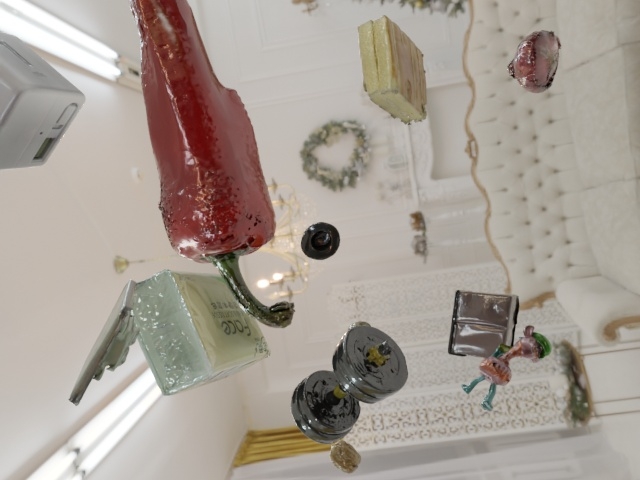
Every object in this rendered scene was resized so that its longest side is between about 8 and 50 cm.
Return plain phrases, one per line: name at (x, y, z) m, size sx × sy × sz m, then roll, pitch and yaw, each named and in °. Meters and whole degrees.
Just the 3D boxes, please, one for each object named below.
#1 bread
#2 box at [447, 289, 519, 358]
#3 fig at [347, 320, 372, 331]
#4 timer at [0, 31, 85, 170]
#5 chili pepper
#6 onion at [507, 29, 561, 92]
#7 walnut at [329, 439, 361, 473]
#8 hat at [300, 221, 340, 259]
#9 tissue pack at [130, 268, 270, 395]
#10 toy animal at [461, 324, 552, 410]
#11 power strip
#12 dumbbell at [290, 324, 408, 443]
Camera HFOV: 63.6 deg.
bread at (0.219, -0.481, 1.500) m, size 0.239 × 0.111 × 0.245 m, roll 16°, pitch -113°, yaw -51°
box at (0.465, 0.233, 1.456) m, size 0.252 × 0.153 × 0.188 m, roll 18°, pitch -102°, yaw -63°
fig at (0.129, 0.303, 1.627) m, size 0.084 × 0.082 × 0.098 m, roll 70°, pitch -175°, yaw -60°
timer at (-0.610, -0.264, 0.973) m, size 0.195 × 0.192 × 0.194 m, roll 41°, pitch -165°, yaw -2°
chili pepper at (-0.116, -0.094, 0.500) m, size 0.110 × 0.110 × 0.387 m, roll 45°, pitch -151°, yaw -83°
onion at (0.635, -0.537, 1.554) m, size 0.184 × 0.147 × 0.183 m, roll -11°, pitch -75°, yaw -49°
walnut at (0.069, 0.628, 1.500) m, size 0.083 × 0.096 × 0.078 m, roll -15°, pitch -49°, yaw -56°
hat at (0.000, 0.000, 1.511) m, size 0.050 × 0.121 × 0.121 m, roll -57°, pitch -41°, yaw -81°
tissue pack at (-0.361, 0.265, 1.581) m, size 0.331 × 0.205 × 0.405 m, roll 63°, pitch -167°, yaw 13°
toy animal at (0.400, 0.272, 1.123) m, size 0.100 × 0.208 × 0.103 m, roll 50°, pitch 167°, yaw -9°
power strip at (-0.388, 0.193, 0.981) m, size 0.198 × 0.065 × 0.213 m, roll -62°, pitch 18°, yaw 2°
dumbbell at (0.066, 0.360, 1.278) m, size 0.388 × 0.185 × 0.185 m, roll -53°, pitch 28°, yaw 36°
